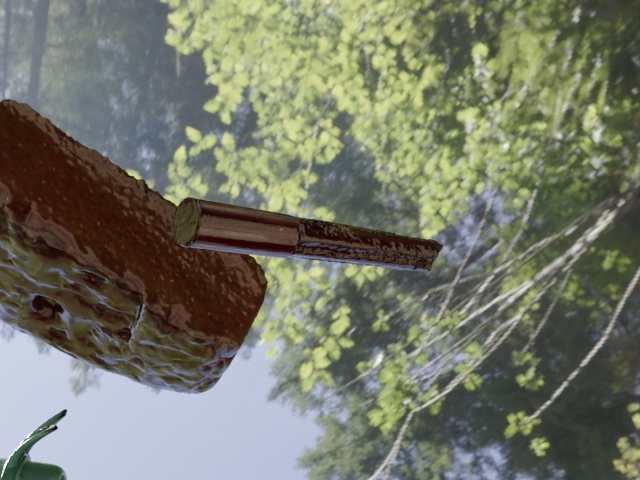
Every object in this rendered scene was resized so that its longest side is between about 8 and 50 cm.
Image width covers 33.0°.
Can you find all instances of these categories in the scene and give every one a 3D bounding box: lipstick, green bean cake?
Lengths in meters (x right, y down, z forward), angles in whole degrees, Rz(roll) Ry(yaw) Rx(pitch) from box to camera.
[{"bbox_3d":[0.000,0.000,0.595,0.176,0.027,0.027,8,-117,-39],"label":"lipstick"},{"bbox_3d":[-0.157,0.020,0.794,0.233,0.198,0.097,27,-124,-7],"label":"green bean cake"}]

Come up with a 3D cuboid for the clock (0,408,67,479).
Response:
[{"bbox_3d":[-0.165,0.163,0.594,0.041,0.101,0.135,6,-90,-5],"label":"clock"}]
